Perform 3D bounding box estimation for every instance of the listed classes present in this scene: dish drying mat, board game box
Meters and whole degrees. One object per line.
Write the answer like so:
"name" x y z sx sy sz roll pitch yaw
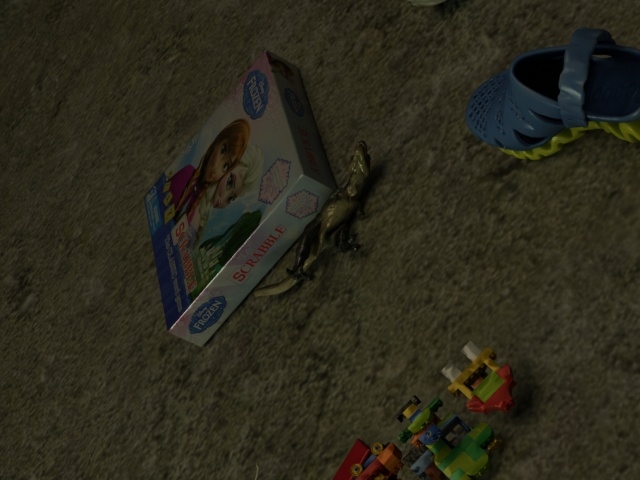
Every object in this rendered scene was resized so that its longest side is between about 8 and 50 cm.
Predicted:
"dish drying mat" 0.031 0.273 1.976 0.083 0.008 0.032 -59 31 5
"board game box" -0.124 -0.065 2.416 0.318 0.066 0.319 -49 33 23

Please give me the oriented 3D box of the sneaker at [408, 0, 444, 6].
"sneaker" 0.174 -0.432 2.246 0.110 0.107 0.275 -7 64 32

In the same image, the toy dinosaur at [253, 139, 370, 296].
"toy dinosaur" 0.000 0.000 2.185 0.268 0.064 0.118 -52 17 18

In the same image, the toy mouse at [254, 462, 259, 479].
"toy mouse" -0.085 0.345 2.073 0.161 0.031 0.143 -14 55 52

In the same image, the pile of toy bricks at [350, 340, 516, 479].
"pile of toy bricks" 0.138 0.223 1.784 0.212 0.118 0.105 -46 60 -2

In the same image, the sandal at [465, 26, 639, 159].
"sandal" 0.257 -0.170 1.849 0.317 0.138 0.126 -10 63 57
